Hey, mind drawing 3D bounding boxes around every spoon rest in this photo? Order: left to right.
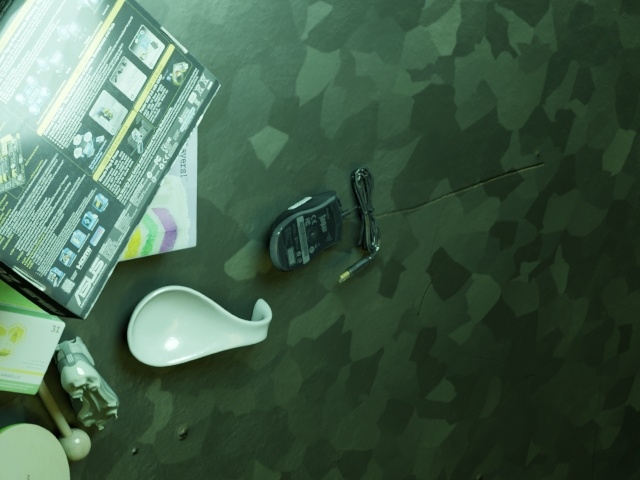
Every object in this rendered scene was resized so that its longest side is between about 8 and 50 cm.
[{"bbox_3d":[-0.185,0.134,2.067,0.276,0.084,0.137,-1,111,-41],"label":"spoon rest"}]

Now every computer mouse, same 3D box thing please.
[{"bbox_3d":[0.000,0.000,2.176,0.262,0.060,0.184,-36,127,-36],"label":"computer mouse"}]

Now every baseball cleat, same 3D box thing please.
[{"bbox_3d":[-0.357,0.210,1.970,0.072,0.109,0.206,-18,154,-11],"label":"baseball cleat"}]

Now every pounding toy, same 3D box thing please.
[{"bbox_3d":[-0.467,0.344,1.942,0.183,0.110,0.236,58,44,-33],"label":"pounding toy"}]

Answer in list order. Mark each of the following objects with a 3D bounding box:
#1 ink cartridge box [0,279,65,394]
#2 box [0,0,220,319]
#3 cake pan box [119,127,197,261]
[{"bbox_3d":[-0.446,0.097,1.851,0.171,0.056,0.235,17,102,-43],"label":"ink cartridge box"},{"bbox_3d":[-0.340,-0.144,1.668,0.318,0.097,0.394,42,66,-38],"label":"box"},{"bbox_3d":[-0.294,-0.102,1.859,0.246,0.070,0.266,-11,112,-38],"label":"cake pan box"}]
